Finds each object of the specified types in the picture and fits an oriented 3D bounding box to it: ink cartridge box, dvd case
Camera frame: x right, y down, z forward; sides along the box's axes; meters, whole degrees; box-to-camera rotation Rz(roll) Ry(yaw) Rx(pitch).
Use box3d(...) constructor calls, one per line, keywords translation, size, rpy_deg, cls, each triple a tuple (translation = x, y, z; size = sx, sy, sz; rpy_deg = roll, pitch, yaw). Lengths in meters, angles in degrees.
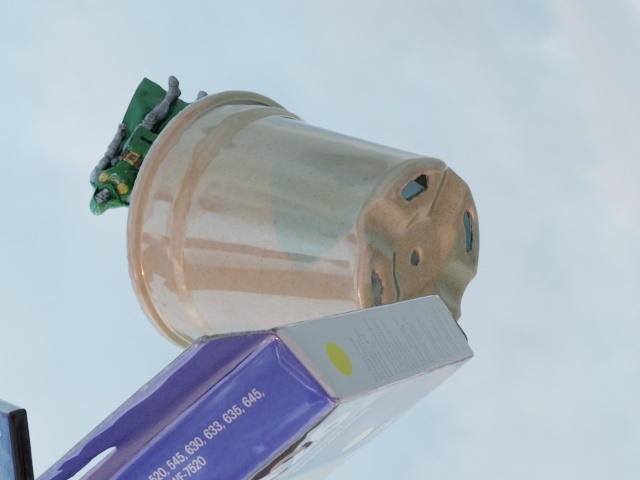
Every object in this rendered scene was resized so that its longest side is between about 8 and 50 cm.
box3d(translation=(-0.073, 0.156, 0.723), size=(0.072, 0.303, 0.307), rpy_deg=(55, -156, 14), cls="ink cartridge box")
box3d(translation=(-0.365, 0.239, 1.163), size=(0.022, 0.253, 0.180), rpy_deg=(-13, -77, -41), cls="dvd case")

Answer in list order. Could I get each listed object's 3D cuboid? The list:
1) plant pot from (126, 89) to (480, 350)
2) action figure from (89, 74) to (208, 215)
box3d(translation=(0.000, 0.000, 1.289), size=(0.333, 0.305, 0.334), rpy_deg=(-13, -73, -47), cls="plant pot")
box3d(translation=(-0.232, -0.117, 1.461), size=(0.137, 0.063, 0.232), rpy_deg=(25, -122, 10), cls="action figure")
